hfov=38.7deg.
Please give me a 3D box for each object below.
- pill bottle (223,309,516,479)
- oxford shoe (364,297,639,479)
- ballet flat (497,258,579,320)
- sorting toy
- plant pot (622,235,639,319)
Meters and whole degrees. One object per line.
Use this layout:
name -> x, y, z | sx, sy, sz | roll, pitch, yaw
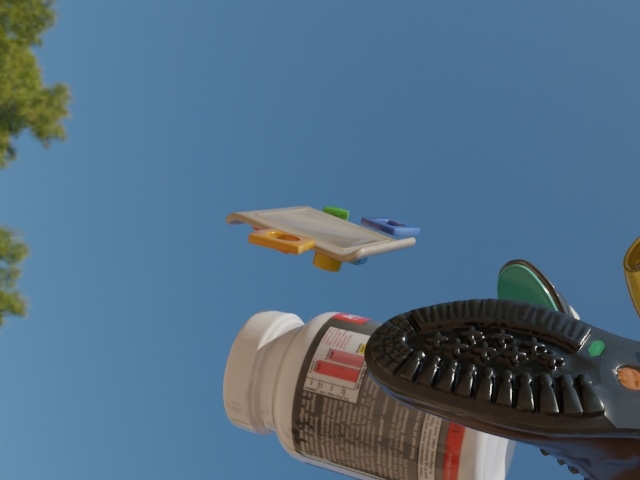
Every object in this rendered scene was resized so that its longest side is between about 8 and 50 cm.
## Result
pill bottle -> 0.067, 0.210, 1.202 | 0.362, 0.210, 0.210 | 11, -76, 25
oxford shoe -> 0.133, 0.092, 0.478 | 0.227, 0.083, 0.096 | 11, -47, 10
ballet flat -> 0.322, 0.153, 1.240 | 0.095, 0.096, 0.281 | -24, -94, 37
sorting toy -> 0.000, 0.000, 1.176 | 0.195, 0.347, 0.047 | 17, -78, 27
plant pot -> 0.369, 0.038, 0.939 | 0.095, 0.134, 0.134 | 40, -46, -13
